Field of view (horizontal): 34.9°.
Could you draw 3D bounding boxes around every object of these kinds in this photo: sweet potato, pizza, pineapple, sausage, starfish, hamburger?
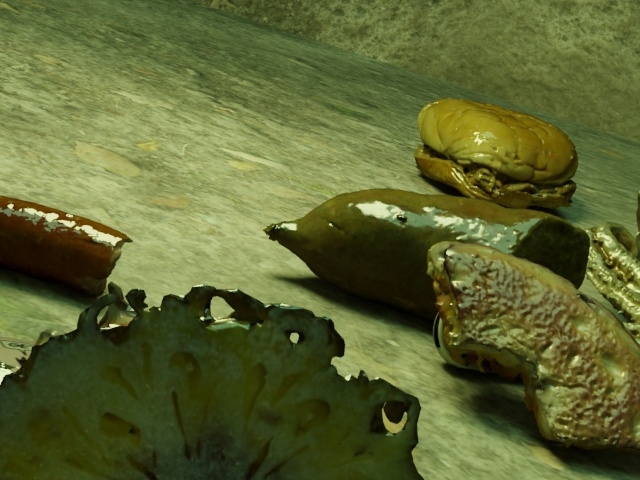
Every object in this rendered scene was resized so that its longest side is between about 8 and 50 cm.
[{"bbox_3d":[0.121,0.014,1.197,0.369,0.158,0.158,14,17,15],"label":"sweet potato"},{"bbox_3d":[0.218,0.110,1.008,0.305,0.085,0.161,42,61,15],"label":"pizza"},{"bbox_3d":[-0.095,0.151,0.582,0.262,0.262,0.271,10,-5,-15],"label":"pineapple"},{"bbox_3d":[-0.341,-0.008,1.017,0.302,0.076,0.103,11,17,-10],"label":"sausage"},{"bbox_3d":[0.507,0.096,1.243,0.432,0.082,0.324,11,39,25],"label":"starfish"},{"bbox_3d":[0.327,-0.154,1.856,0.318,0.158,0.318,13,20,-5],"label":"hamburger"}]

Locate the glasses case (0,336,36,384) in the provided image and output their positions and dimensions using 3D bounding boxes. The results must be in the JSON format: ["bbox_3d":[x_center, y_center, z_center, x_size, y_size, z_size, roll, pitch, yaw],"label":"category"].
[{"bbox_3d":[-0.308,0.108,0.689,0.314,0.075,0.122,4,18,-30],"label":"glasses case"}]

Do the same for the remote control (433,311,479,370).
[{"bbox_3d":[0.225,0.109,1.102,0.221,0.078,0.042,9,-7,-14],"label":"remote control"}]

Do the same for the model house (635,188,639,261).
[{"bbox_3d":[0.711,-0.019,1.502,0.445,0.395,0.400,3,-4,23],"label":"model house"}]
